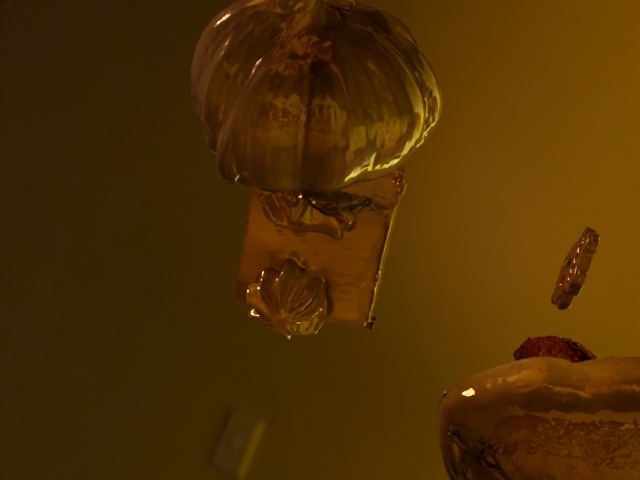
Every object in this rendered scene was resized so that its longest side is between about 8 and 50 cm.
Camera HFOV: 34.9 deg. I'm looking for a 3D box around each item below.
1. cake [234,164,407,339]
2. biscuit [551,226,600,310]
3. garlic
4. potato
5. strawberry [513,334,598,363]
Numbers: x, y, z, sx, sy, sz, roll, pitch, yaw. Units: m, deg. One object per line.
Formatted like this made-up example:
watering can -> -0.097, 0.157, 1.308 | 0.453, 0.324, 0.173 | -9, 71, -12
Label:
cake -> 0.000, 0.000, 1.512 | 0.223, 0.227, 0.286 | 10, -159, 3
biscuit -> 0.475, 0.055, 1.922 | 0.036, 0.166, 0.225 | 20, 174, 7
garlic -> -0.002, -0.189, 1.273 | 0.322, 0.321, 0.241 | 21, 157, 1
potato -> 0.256, 0.183, 0.910 | 0.300, 0.172, 0.140 | -6, -170, 15
strawberry -> 0.364, 0.194, 1.478 | 0.188, 0.082, 0.121 | 37, 179, -31
